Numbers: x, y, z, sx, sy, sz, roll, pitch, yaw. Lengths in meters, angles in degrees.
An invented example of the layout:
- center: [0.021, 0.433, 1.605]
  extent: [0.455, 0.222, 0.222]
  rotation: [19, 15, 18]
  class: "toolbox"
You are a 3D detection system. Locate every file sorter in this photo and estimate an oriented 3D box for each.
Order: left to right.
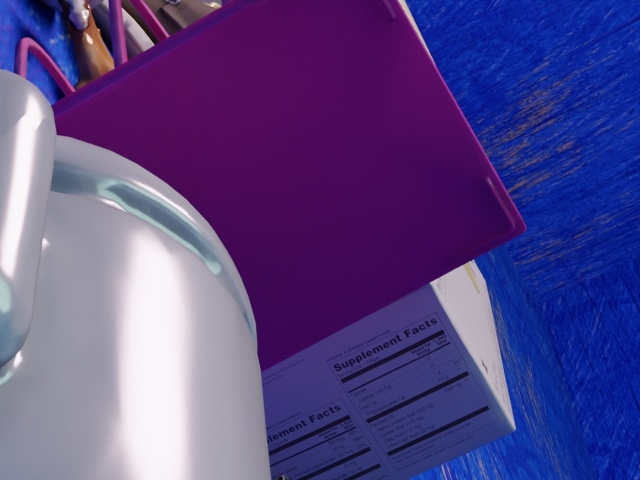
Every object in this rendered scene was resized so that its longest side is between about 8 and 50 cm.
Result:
- center: [-0.069, -0.055, 0.854]
  extent: [0.202, 0.291, 0.182]
  rotation: [56, 11, -32]
  class: "file sorter"

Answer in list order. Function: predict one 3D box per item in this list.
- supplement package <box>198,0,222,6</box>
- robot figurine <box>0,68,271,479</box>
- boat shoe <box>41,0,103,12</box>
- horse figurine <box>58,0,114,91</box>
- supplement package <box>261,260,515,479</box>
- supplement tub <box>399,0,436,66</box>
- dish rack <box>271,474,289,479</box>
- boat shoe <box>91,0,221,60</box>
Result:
- center: [-0.081, -0.128, 1.331]
  extent: [0.244, 0.134, 0.139]
  rotation: [67, 12, 16]
  class: "supplement package"
- center: [-0.117, 0.092, 0.526]
  extent: [0.353, 0.200, 0.300]
  rotation: [-100, -163, -55]
  class: "robot figurine"
- center: [-0.165, -0.346, 1.204]
  extent: [0.119, 0.121, 0.335]
  rotation: [47, 51, -37]
  class: "boat shoe"
- center: [-0.131, -0.067, 1.134]
  extent: [0.263, 0.066, 0.174]
  rotation: [50, 11, -42]
  class: "horse figurine"
- center: [0.028, 0.076, 1.182]
  extent: [0.145, 0.204, 0.262]
  rotation: [58, 13, -21]
  class: "supplement package"
- center: [0.002, -0.159, 1.508]
  extent: [0.324, 0.235, 0.235]
  rotation: [67, 12, 16]
  class: "supplement tub"
- center: [0.020, 0.302, 0.995]
  extent: [0.271, 0.074, 0.208]
  rotation: [54, 13, -31]
  class: "dish rack"
- center: [-0.085, -0.137, 1.200]
  extent: [0.324, 0.097, 0.116]
  rotation: [45, -12, 28]
  class: "boat shoe"
